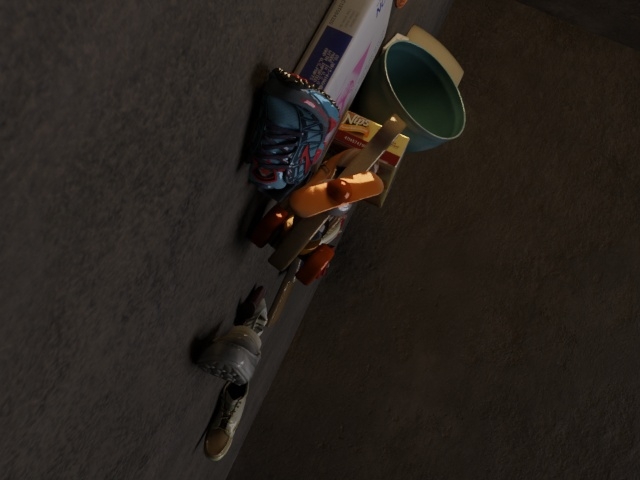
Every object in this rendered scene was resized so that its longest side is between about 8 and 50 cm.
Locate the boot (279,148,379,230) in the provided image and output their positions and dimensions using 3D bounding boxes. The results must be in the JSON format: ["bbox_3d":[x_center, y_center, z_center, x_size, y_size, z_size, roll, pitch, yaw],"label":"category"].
[{"bbox_3d":[-0.015,-0.102,1.271,0.283,0.109,0.220,-47,-164,-9],"label":"boot"}]

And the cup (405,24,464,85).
[{"bbox_3d":[0.384,-0.587,2.131,0.331,0.237,0.331,-63,174,-11],"label":"cup"}]

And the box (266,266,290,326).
[{"bbox_3d":[-0.117,0.173,1.842,0.164,0.021,0.201,7,108,-84],"label":"box"}]

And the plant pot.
[{"bbox_3d":[0.216,-0.353,1.549,0.196,0.293,0.293,-32,-159,45],"label":"plant pot"}]

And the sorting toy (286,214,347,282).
[{"bbox_3d":[0.000,0.000,1.719,0.257,0.089,0.255,-25,134,-82],"label":"sorting toy"}]

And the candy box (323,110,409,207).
[{"bbox_3d":[0.104,-0.198,1.454,0.087,0.183,0.316,-63,174,-13],"label":"candy box"}]

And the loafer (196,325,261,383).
[{"bbox_3d":[-0.171,0.218,1.133,0.319,0.112,0.111,123,-12,-74],"label":"loafer"}]

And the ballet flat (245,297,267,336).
[{"bbox_3d":[-0.160,0.205,1.417,0.168,0.052,0.057,-58,171,-54],"label":"ballet flat"}]

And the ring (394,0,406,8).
[{"bbox_3d":[0.232,-0.694,1.299,0.336,0.032,0.336,25,90,-85],"label":"ring"}]

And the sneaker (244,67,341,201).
[{"bbox_3d":[-0.045,-0.126,0.793,0.125,0.104,0.262,-61,173,-16],"label":"sneaker"}]

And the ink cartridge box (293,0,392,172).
[{"bbox_3d":[0.036,-0.292,1.021,0.330,0.071,0.324,89,26,-74],"label":"ink cartridge box"}]

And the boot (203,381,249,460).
[{"bbox_3d":[-0.257,0.480,1.590,0.165,0.077,0.213,110,2,-47],"label":"boot"}]

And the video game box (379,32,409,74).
[{"bbox_3d":[0.188,-0.488,1.705,0.187,0.048,0.205,-61,174,-53],"label":"video game box"}]

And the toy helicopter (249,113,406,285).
[{"bbox_3d":[0.032,-0.092,0.999,0.355,0.140,0.235,-50,180,-13],"label":"toy helicopter"}]

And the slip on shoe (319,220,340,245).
[{"bbox_3d":[-0.017,-0.036,1.416,0.101,0.123,0.331,-63,180,21],"label":"slip on shoe"}]

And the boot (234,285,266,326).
[{"bbox_3d":[-0.147,0.133,1.298,0.106,0.037,0.114,-52,-178,45],"label":"boot"}]
